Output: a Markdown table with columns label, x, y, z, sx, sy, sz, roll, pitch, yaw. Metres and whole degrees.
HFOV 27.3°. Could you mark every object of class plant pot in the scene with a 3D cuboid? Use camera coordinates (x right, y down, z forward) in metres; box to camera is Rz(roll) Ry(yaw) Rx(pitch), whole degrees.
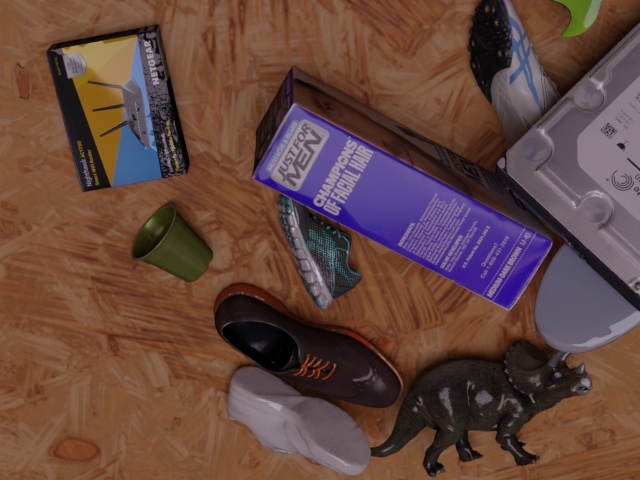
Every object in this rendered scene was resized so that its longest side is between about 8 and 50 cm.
| label | x | y | z | sx | sy | sz | roll | pitch | yaw |
| --- | --- | --- | --- | --- | --- | --- | --- | --- | --- |
| plant pot | -0.177 | 0.011 | 1.631 | 0.079 | 0.083 | 0.083 | 38 | 106 | -26 |

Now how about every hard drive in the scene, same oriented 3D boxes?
| label | x | y | z | sx | sy | sz | roll | pitch | yaw |
| --- | --- | --- | --- | --- | --- | --- | --- | --- | --- |
| hard drive | 0.396 | -0.118 | 1.487 | 0.339 | 0.064 | 0.237 | -43 | 76 | -5 |

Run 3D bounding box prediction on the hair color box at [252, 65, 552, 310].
| label | x | y | z | sx | sy | sz | roll | pitch | yaw |
| --- | --- | --- | --- | --- | --- | --- | --- | --- | --- |
| hair color box | 0.091 | -0.065 | 1.546 | 0.338 | 0.185 | 0.110 | 26 | 108 | -11 |

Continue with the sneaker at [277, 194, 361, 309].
| label | x | y | z | sx | sy | sz | roll | pitch | yaw |
| --- | --- | --- | --- | --- | --- | --- | --- | --- | --- |
| sneaker | 0.000 | 0.000 | 1.643 | 0.076 | 0.065 | 0.166 | -25 | 113 | -9 |

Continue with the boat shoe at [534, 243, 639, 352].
| label | x | y | z | sx | sy | sz | roll | pitch | yaw |
| --- | --- | --- | --- | --- | --- | --- | --- | --- | --- |
| boat shoe | 0.390 | -0.010 | 1.586 | 0.136 | 0.156 | 0.367 | 36 | 86 | 16 |

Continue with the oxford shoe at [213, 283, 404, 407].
| label | x | y | z | sx | sy | sz | roll | pitch | yaw |
| --- | --- | --- | --- | --- | --- | --- | --- | --- | --- |
| oxford shoe | -0.016 | 0.154 | 1.670 | 0.271 | 0.098 | 0.097 | 25 | 108 | -10 |

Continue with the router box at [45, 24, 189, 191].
| label | x | y | z | sx | sy | sz | roll | pitch | yaw |
| --- | --- | --- | --- | --- | --- | --- | --- | --- | --- |
| router box | -0.240 | -0.157 | 1.578 | 0.133 | 0.046 | 0.179 | -10 | 111 | 3 |

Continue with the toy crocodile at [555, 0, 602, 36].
| label | x | y | z | sx | sy | sz | roll | pitch | yaw |
| --- | --- | --- | --- | --- | --- | --- | --- | --- | --- |
| toy crocodile | 0.166 | -0.336 | 1.477 | 0.340 | 0.115 | 0.105 | 23 | 102 | -9 |

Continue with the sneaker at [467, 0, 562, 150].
| label | x | y | z | sx | sy | sz | roll | pitch | yaw |
| --- | --- | --- | --- | --- | --- | --- | --- | --- | --- |
| sneaker | 0.243 | -0.182 | 1.570 | 0.086 | 0.085 | 0.237 | -27 | 105 | -27 |

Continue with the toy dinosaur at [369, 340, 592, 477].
| label | x | y | z | sx | sy | sz | roll | pitch | yaw |
| --- | --- | --- | --- | --- | --- | --- | --- | --- | --- |
| toy dinosaur | 0.196 | 0.212 | 1.706 | 0.313 | 0.121 | 0.160 | -8 | 98 | 9 |

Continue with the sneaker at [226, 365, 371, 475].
| label | x | y | z | sx | sy | sz | roll | pitch | yaw |
| --- | --- | --- | --- | --- | --- | --- | --- | --- | --- |
| sneaker | -0.031 | 0.249 | 1.700 | 0.212 | 0.080 | 0.094 | 31 | 126 | 20 |
